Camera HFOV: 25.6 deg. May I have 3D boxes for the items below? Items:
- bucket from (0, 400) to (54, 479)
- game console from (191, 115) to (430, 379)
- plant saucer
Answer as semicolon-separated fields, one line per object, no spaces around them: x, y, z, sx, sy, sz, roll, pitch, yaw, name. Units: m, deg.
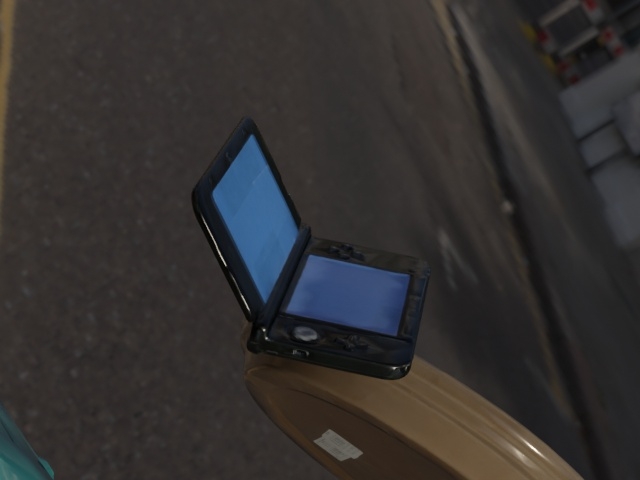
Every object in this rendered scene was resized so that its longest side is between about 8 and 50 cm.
-0.138;0.164;0.300;0.183;0.281;0.281;37;0;39;bucket
0.000;0.000;0.655;0.122;0.107;0.071;-67;167;-65;game console
0.058;0.135;0.881;0.278;0.041;0.278;32;-17;11;plant saucer
